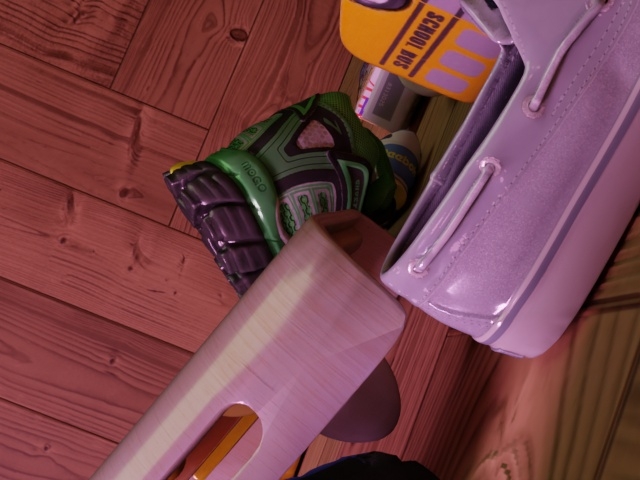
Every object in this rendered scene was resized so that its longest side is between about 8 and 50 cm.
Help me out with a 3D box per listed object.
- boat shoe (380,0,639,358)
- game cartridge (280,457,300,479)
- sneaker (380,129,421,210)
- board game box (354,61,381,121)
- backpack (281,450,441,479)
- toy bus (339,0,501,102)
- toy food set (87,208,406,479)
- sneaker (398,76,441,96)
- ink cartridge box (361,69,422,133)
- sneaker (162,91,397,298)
[{"bbox_3d":[0.087,-0.069,0.388,0.079,0.081,0.227,-89,21,-77],"label":"boat shoe"},{"bbox_3d":[-0.098,0.291,0.983,0.285,0.053,0.323,130,161,-74],"label":"game cartridge"},{"bbox_3d":[0.048,-0.048,0.922,0.059,0.053,0.144,-66,11,-19],"label":"sneaker"},{"bbox_3d":[0.090,-0.230,1.297,0.193,0.045,0.146,-79,12,-66],"label":"board game box"},{"bbox_3d":[-0.005,0.119,0.310,0.120,0.098,0.101,-20,-29,-36],"label":"backpack"},{"bbox_3d":[0.091,-0.180,0.555,0.332,0.130,0.108,132,161,-76],"label":"toy bus"},{"bbox_3d":[-0.027,0.096,0.591,0.219,0.092,0.306,-50,-4,6],"label":"toy food set"},{"bbox_3d":[0.114,-0.219,0.865,0.094,0.080,0.212,-41,-26,-74],"label":"sneaker"},{"bbox_3d":[0.104,-0.181,1.073,0.145,0.045,0.179,-67,-13,17],"label":"ink cartridge box"},{"bbox_3d":[0.000,0.000,0.825,0.146,0.134,0.343,-32,-13,-4],"label":"sneaker"}]
